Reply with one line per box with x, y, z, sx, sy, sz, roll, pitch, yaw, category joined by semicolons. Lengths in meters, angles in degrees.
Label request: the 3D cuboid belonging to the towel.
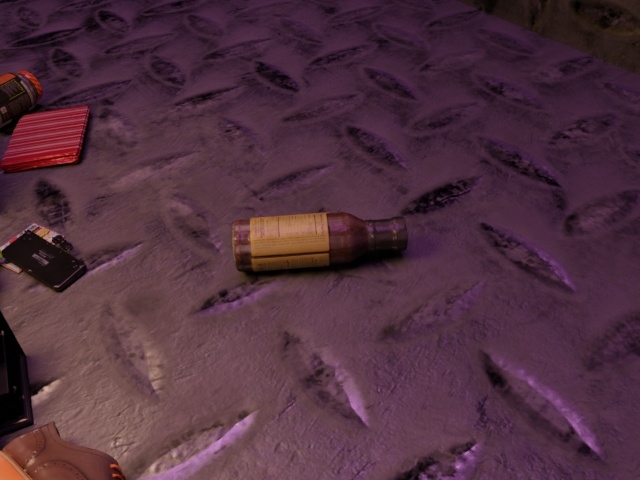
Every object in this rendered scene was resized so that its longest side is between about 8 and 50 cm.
-0.723;-0.274;1.617;0.198;0.031;0.275;-10;40;-5;towel

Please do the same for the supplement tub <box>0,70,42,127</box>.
-0.878;-0.391;1.691;0.117;0.117;0.190;18;45;21;supplement tub

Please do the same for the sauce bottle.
0.000;0.000;1.217;0.344;0.111;0.111;-3;41;-3;sauce bottle

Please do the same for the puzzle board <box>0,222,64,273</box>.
-0.629;0.013;1.301;0.096;0.011;0.128;19;46;22;puzzle board

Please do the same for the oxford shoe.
-0.304;0.355;0.815;0.363;0.130;0.132;24;42;27;oxford shoe

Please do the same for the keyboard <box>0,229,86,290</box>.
-0.562;0.033;1.257;0.180;0.023;0.108;26;55;21;keyboard

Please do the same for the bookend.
-0.529;0.202;0.971;0.072;0.157;0.156;-18;43;-17;bookend

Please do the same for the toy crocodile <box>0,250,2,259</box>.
-0.661;0.120;1.119;0.115;0.105;0.340;-43;42;16;toy crocodile
